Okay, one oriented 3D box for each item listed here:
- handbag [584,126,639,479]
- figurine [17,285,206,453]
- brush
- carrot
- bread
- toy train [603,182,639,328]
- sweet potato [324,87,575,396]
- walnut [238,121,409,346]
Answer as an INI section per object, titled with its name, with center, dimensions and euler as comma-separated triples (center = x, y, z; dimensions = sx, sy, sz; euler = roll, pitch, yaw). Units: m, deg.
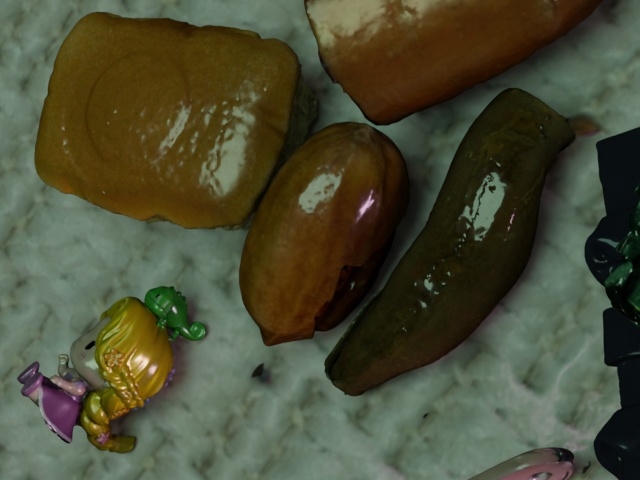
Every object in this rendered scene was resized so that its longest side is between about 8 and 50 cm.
[handbag]
center = 0.332, 0.044, 1.111
dimensions = 0.329, 0.122, 0.303
euler = -18, 62, 33
[figurine]
center = -0.162, 0.112, 1.444
dimensions = 0.156, 0.115, 0.095
euler = -41, 29, -1
[brush]
center = 0.050, 0.205, 1.308
dimensions = 0.312, 0.072, 0.067
euler = -27, 57, 24
[carrot]
center = 0.110, -0.188, 1.273
dimensions = 0.225, 0.159, 0.159
euler = -17, 75, 26
[bread]
center = -0.119, -0.096, 1.416
dimensions = 0.245, 0.121, 0.174
euler = 15, 92, 33
[toy train]
center = 0.296, -0.031, 1.023
dimensions = 0.269, 0.115, 0.154
euler = -46, 50, 9
[sweet potato]
center = 0.101, 0.016, 1.301
dimensions = 0.286, 0.085, 0.112
euler = -59, 25, 22
[walnut]
center = 0.000, 0.000, 1.330
dimensions = 0.116, 0.115, 0.207
euler = 39, 114, 29
